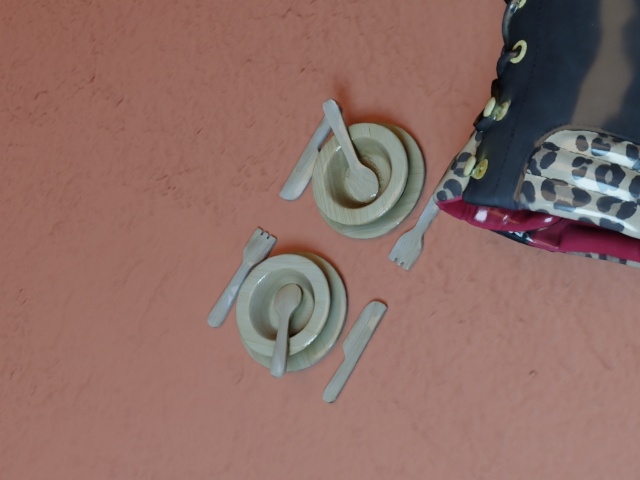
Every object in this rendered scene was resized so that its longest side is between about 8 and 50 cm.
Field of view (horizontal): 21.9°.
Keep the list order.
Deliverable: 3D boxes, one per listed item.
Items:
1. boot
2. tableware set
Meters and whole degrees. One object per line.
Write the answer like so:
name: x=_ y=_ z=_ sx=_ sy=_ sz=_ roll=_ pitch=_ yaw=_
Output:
boot: x=0.135 y=-0.150 z=1.071 sx=0.377 sy=0.138 sz=0.284 roll=16 pitch=83 yaw=21
tableware set: x=0.000 y=0.000 z=1.158 sx=0.128 sy=0.039 sz=0.194 roll=30 pitch=90 yaw=33
